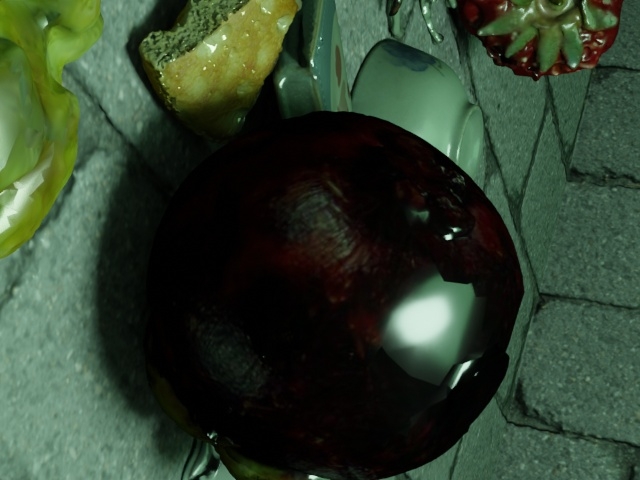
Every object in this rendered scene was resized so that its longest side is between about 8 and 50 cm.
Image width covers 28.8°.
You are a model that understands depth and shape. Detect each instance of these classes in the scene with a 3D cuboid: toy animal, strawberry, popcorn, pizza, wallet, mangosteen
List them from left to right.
[{"bbox_3d":[-0.245,-0.106,0.734,0.276,0.226,0.276,10,90,-68],"label":"popcorn"},{"bbox_3d":[-0.103,-0.196,1.271,0.188,0.080,0.204,-47,157,-17],"label":"pizza"},{"bbox_3d":[0.001,-0.134,1.491,0.252,0.083,0.360,-85,167,-45],"label":"wallet"},{"bbox_3d":[0.018,0.083,1.263,0.381,0.381,0.421,-49,148,-53],"label":"mangosteen"},{"bbox_3d":[0.160,-0.403,1.820,0.170,0.090,0.255,60,41,-51],"label":"toy animal"},{"bbox_3d":[0.363,-0.457,2.074,0.317,0.295,0.345,43,30,-23],"label":"strawberry"}]

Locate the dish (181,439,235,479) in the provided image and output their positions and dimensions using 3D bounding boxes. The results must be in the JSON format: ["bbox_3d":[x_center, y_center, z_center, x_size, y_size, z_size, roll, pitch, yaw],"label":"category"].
[{"bbox_3d":[-0.080,0.298,1.509,0.246,0.078,0.224,58,47,-59],"label":"dish"}]

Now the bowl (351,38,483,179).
[{"bbox_3d":[0.150,-0.143,1.810,0.289,0.146,0.289,9,90,-68],"label":"bowl"}]
